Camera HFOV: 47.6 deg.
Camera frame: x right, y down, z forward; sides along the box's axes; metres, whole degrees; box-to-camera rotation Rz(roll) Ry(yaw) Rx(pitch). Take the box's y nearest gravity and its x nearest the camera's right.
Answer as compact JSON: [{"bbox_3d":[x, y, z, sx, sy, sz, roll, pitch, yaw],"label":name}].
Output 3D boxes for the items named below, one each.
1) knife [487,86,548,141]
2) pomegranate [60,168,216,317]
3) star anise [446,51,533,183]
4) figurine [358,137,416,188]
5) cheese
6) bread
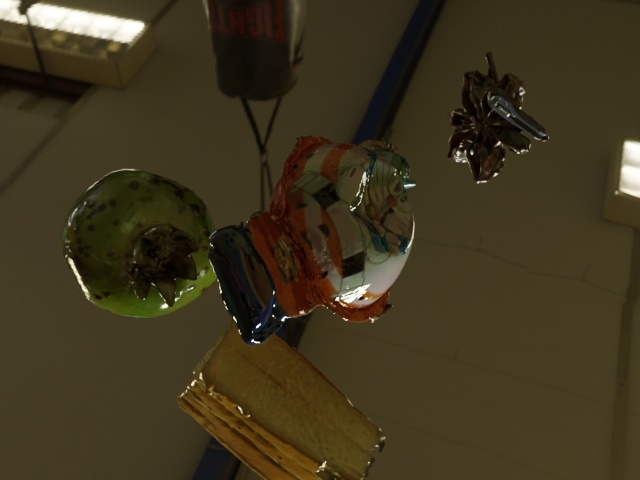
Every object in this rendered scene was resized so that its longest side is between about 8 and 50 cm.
[{"bbox_3d":[0.293,-0.184,1.073,0.121,0.031,0.018,30,-133,-19],"label":"knife"},{"bbox_3d":[-0.234,0.023,1.038,0.231,0.231,0.286,-32,-140,-26],"label":"pomegranate"},{"bbox_3d":[0.336,-0.225,1.415,0.126,0.220,0.190,8,-142,-27],"label":"star anise"},{"bbox_3d":[0.083,-0.123,1.296,0.114,0.178,0.144,25,-122,-27],"label":"figurine"},{"bbox_3d":[0.000,0.000,0.751,0.129,0.217,0.329,-18,-174,33],"label":"cheese"},{"bbox_3d":[-0.057,0.226,0.930,0.246,0.239,0.111,39,-117,0],"label":"bread"}]
